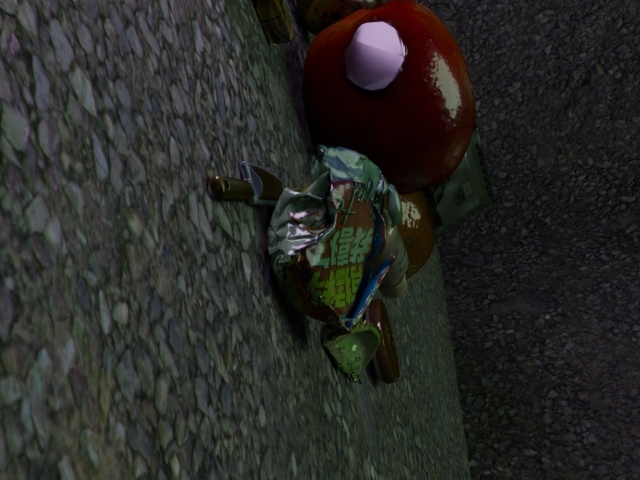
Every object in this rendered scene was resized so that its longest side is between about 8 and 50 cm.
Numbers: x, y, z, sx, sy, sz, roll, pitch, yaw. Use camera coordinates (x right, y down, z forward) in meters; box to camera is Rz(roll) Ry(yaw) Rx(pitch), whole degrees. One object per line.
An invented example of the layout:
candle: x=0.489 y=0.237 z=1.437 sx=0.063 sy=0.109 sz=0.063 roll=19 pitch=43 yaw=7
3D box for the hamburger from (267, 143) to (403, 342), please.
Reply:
hamburger: x=0.000 y=-0.003 z=1.363 sx=0.260 sy=0.150 sz=0.276 roll=39 pitch=63 yaw=-48

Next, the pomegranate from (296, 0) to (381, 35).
pomegranate: x=0.026 y=-0.552 z=2.008 sx=0.246 sy=0.198 sz=0.198 roll=43 pitch=30 yaw=-37

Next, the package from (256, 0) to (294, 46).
package: x=-0.087 y=-0.419 z=1.623 sx=0.071 sy=0.047 sz=0.131 roll=-88 pitch=160 yaw=-47

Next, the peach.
peach: x=0.135 y=-0.299 z=1.832 sx=0.310 sy=0.335 sz=0.406 roll=44 pitch=33 yaw=-78

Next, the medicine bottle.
medicine bottle: x=0.136 y=0.038 z=2.029 sx=0.252 sy=0.114 sz=0.114 roll=65 pitch=16 yaw=-49

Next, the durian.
durian: x=0.049 y=0.184 z=1.587 sx=0.100 sy=0.086 sz=0.215 roll=-63 pitch=151 yaw=-16

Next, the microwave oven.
microwave oven: x=0.269 y=-0.260 z=2.458 sx=0.374 sy=0.236 sz=0.432 roll=56 pitch=-4 yaw=39

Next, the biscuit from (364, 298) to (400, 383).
biscuit: x=0.125 y=0.216 z=1.926 sx=0.208 sy=0.049 sz=0.181 roll=-19 pitch=96 yaw=-79

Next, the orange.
orange: x=0.175 y=-0.052 z=2.238 sx=0.334 sy=0.196 sz=0.262 roll=51 pitch=14 yaw=-51

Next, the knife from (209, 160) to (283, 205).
knife: x=-0.092 y=-0.080 z=1.248 sx=0.343 sy=0.027 sz=0.061 roll=-2 pitch=76 yaw=-79
